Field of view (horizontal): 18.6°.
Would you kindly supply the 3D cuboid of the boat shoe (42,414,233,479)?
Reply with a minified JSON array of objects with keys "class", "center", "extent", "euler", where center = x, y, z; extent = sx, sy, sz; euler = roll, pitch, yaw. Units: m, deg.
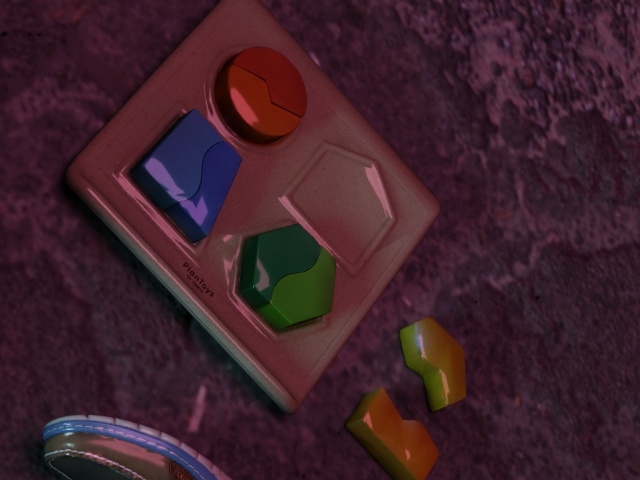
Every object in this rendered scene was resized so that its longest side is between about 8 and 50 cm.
[{"class":"boat shoe","center":[-0.084,0.161,1.119],"extent":[0.183,0.066,0.066],"euler":[32,56,-25]}]

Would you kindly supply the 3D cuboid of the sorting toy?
[{"class":"sorting toy","center":[0.000,0.000,1.272],"extent":[0.307,0.041,0.229],"euler":[47,49,-13]}]
